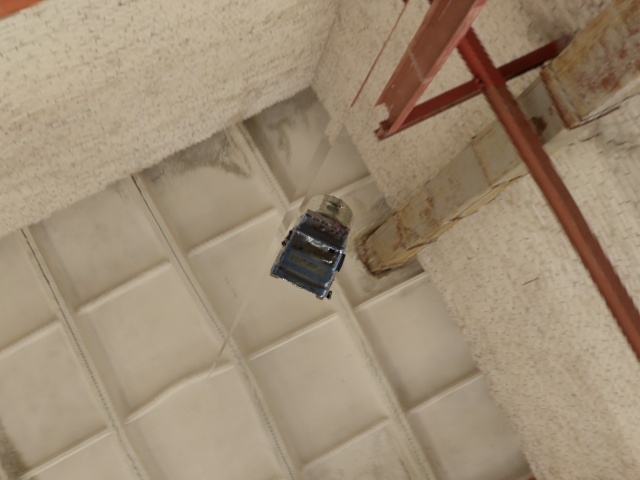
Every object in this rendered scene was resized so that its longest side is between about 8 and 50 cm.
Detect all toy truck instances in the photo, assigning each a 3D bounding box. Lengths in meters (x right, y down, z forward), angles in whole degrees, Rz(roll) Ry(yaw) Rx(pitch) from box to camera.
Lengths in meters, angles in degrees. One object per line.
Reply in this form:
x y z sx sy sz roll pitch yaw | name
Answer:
0.000 0.000 0.904 0.074 0.202 0.088 27 -77 -1 | toy truck
